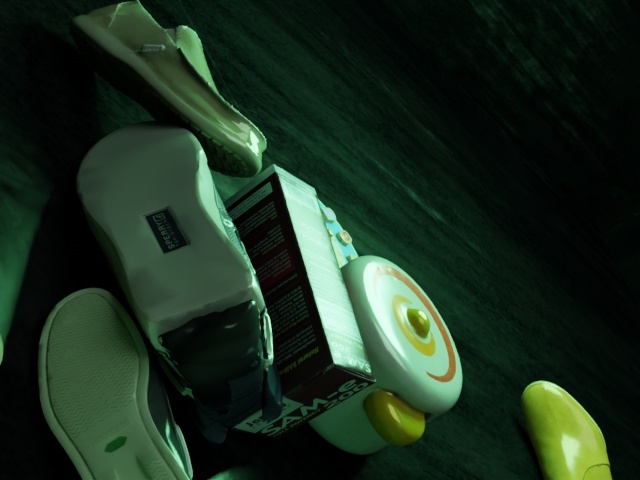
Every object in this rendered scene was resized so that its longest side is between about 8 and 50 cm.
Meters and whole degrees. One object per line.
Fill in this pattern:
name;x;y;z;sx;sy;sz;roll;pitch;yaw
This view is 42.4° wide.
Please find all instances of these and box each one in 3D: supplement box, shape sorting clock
supplement box;-0.044;0.058;0.817;0.073;0.130;0.239;29;35;-45
shape sorting clock;0.000;0.000;1.088;0.206;0.040;0.206;42;27;-27

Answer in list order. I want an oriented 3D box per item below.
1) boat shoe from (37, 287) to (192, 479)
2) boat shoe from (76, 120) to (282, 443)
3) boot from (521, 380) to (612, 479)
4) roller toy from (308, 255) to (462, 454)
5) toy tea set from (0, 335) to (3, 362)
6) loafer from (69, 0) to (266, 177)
boat shoe;-0.148;0.141;0.609;0.233;0.084;0.079;60;-14;29
boat shoe;-0.130;0.029;0.748;0.340;0.127;0.158;-119;-165;-50
boot;0.376;0.363;1.226;0.295;0.104;0.211;62;24;8
roller toy;0.057;0.121;0.901;0.191;0.146;0.209;56;24;6
toy tea set;-0.291;0.048;0.377;0.200;0.124;0.336;58;24;8
loafer;-0.150;-0.171;0.868;0.268;0.092;0.102;40;-16;13
